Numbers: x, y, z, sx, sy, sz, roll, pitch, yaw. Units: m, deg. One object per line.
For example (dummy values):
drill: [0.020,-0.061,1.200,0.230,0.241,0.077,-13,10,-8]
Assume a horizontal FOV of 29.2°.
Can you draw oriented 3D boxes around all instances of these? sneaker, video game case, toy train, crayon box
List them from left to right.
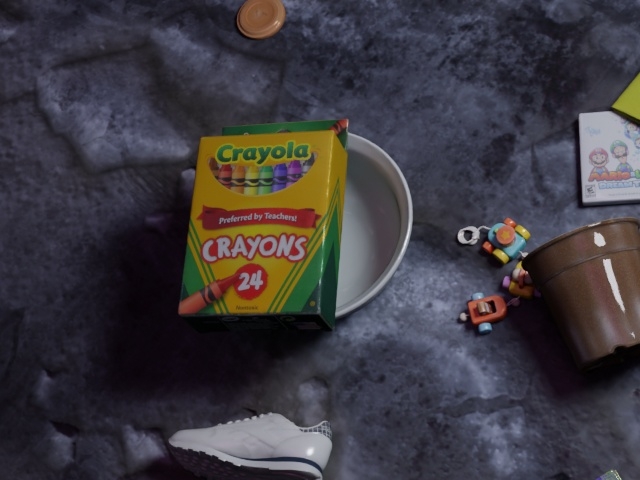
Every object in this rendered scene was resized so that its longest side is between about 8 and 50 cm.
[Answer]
sneaker: [-0.099,0.288,1.723,0.235,0.090,0.095,6,57,15]
crayon box: [-0.075,-0.036,1.692,0.202,0.081,0.318,-3,67,16]
toy train: [0.246,0.042,1.731,0.125,0.046,0.166,-12,66,11]
video game case: [0.451,-0.122,1.752,0.157,0.019,0.143,-3,68,14]

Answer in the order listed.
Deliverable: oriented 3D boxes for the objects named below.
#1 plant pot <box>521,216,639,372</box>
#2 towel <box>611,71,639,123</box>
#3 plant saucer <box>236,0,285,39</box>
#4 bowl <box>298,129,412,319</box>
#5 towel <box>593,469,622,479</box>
plant pot: [0.371,0.078,1.623,0.167,0.167,0.165,-20,71,8]
towel: [0.531,-0.255,1.773,0.102,0.021,0.237,33,76,33]
plant saucer: [-0.099,-0.370,2.024,0.083,0.013,0.083,-6,67,14]
bowl: [0.000,0.000,1.774,0.298,0.134,0.298,-6,66,14]
towel: [0.361,0.341,1.594,0.083,0.009,0.060,-30,62,3]
